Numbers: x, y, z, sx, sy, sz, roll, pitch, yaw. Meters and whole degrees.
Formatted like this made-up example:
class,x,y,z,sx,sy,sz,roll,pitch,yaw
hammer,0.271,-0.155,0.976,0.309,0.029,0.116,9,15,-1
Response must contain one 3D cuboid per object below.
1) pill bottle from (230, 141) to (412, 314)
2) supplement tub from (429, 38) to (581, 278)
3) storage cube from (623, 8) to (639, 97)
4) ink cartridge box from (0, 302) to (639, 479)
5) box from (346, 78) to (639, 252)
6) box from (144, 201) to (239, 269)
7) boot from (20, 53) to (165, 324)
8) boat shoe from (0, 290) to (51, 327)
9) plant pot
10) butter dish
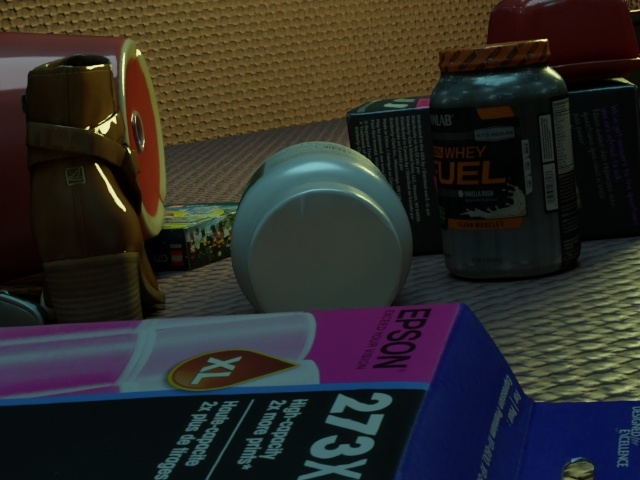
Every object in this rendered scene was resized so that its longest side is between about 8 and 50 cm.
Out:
class,x,y,z,sx,sy,sz,roll,pitch,yaw
pill bottle,0.000,0.000,0.972,0.131,0.131,0.229,-7,9,0
supplement tub,0.153,-0.070,1.113,0.117,0.190,0.117,-7,8,1
storage cube,0.377,-0.172,1.568,0.184,0.215,0.193,-11,4,-24
ink cartridge box,-0.045,0.092,0.567,0.371,0.069,0.176,-2,20,15
box,0.173,-0.076,1.297,0.270,0.143,0.165,-5,9,8
box,-0.189,-0.005,1.430,0.233,0.044,0.159,-1,10,32
boot,-0.196,-0.040,1.081,0.109,0.220,0.283,-7,9,-3
boat shoe,-0.247,0.062,1.050,0.125,0.046,0.038,-10,9,45
plant pot,-0.286,-0.086,1.278,0.243,0.274,0.275,-7,9,4
butter dish,0.225,-0.210,1.268,0.160,0.118,0.160,-6,8,-9
